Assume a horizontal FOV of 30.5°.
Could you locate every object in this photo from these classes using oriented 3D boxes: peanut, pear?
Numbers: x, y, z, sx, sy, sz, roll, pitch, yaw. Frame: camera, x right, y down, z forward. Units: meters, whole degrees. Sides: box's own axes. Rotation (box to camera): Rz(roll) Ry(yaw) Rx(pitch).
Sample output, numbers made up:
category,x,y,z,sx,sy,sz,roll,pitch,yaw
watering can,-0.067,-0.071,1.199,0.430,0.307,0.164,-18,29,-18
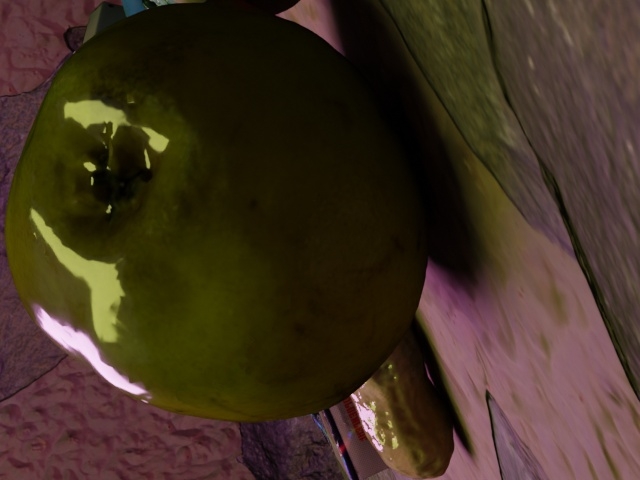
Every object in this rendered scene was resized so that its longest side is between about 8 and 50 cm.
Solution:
category,x,y,z,sx,sy,sz,roll,pitch,yaw
peanut,0.062,0.133,1.113,0.099,0.099,0.214,-145,33,-77
pear,-0.054,-0.004,0.845,0.287,0.287,0.375,63,-170,27

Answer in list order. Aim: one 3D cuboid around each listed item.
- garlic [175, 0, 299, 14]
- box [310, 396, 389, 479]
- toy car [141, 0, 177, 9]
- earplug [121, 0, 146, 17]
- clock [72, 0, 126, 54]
category,x,y,z,sx,sy,sz,roll,pitch,yaw
garlic,-0.070,-0.213,0.848,0.128,0.115,0.206,59,175,9
box,0.017,0.223,1.798,0.310,0.084,0.198,-139,25,-74
toy car,-0.125,-0.249,1.296,0.224,0.076,0.090,47,166,1
earplug,-0.187,-0.275,1.516,0.132,0.132,0.273,78,170,-61
clock,-0.218,-0.204,1.596,0.253,0.083,0.186,32,-143,-28
